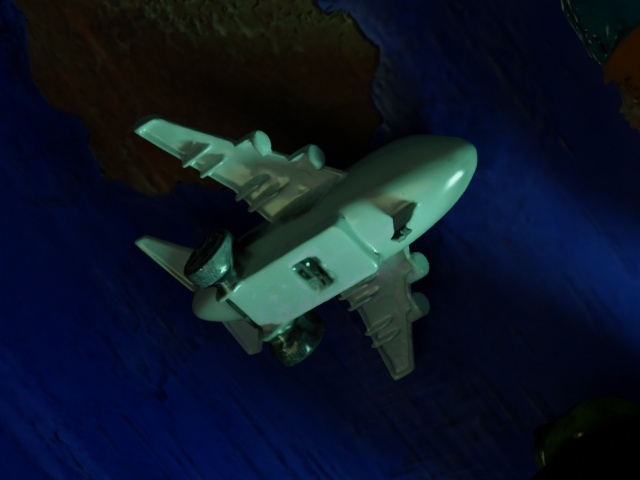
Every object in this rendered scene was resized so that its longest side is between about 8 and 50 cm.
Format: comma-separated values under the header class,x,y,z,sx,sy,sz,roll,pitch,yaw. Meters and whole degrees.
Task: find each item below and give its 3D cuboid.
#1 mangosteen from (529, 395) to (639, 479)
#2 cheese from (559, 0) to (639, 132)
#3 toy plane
class,x,y,z,sx,sy,sz,roll,pitch,yaw
mangosteen,0.196,0.206,1.038,0.216,0.216,0.216,16,129,21
cheese,0.237,-0.014,0.885,0.329,0.129,0.217,57,145,2
toy plane,-0.002,0.003,1.068,0.255,0.101,0.251,-26,118,41
